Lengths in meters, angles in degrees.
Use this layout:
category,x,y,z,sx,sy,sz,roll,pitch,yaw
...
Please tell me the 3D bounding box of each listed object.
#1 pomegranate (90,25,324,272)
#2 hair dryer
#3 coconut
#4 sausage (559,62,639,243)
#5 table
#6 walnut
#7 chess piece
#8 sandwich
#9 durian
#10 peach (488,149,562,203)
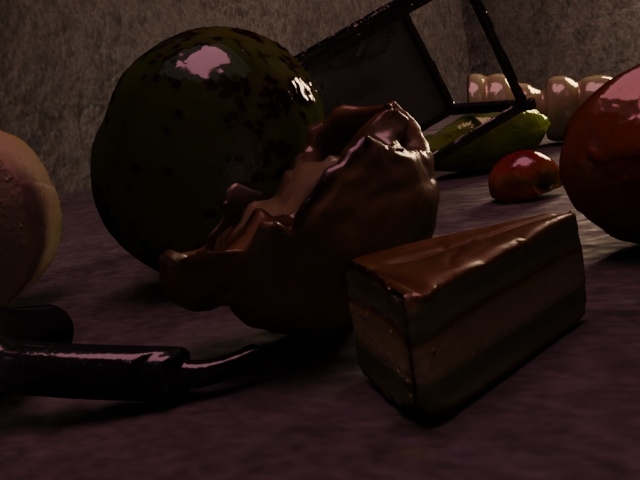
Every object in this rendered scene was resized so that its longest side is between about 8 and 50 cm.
category,x,y,z,sx,sy,sz,roll,pitch,yaw
pomegranate,-0.069,-0.076,0.927,0.340,0.285,0.285,22,7,-7
hair dryer,-0.160,0.087,0.593,0.271,0.091,0.235,4,2,11
coconut,-0.408,-0.017,0.902,0.239,0.239,0.244,-10,4,0
sausage,0.326,-0.075,0.687,0.268,0.153,0.141,-5,-30,30
table,0.082,-0.211,1.260,0.335,0.222,0.272,-32,16,-12
walnut,0.008,-0.004,0.627,0.238,0.141,0.204,-42,13,-27
chess piece,0.435,-0.249,1.634,0.299,0.167,0.167,-1,12,12
sandwich,0.108,0.039,0.496,0.163,0.079,0.113,-11,12,-12
durian,0.290,-0.174,1.430,0.250,0.101,0.139,-19,9,-10
peach,0.260,-0.086,1.087,0.098,0.061,0.098,-13,16,4
